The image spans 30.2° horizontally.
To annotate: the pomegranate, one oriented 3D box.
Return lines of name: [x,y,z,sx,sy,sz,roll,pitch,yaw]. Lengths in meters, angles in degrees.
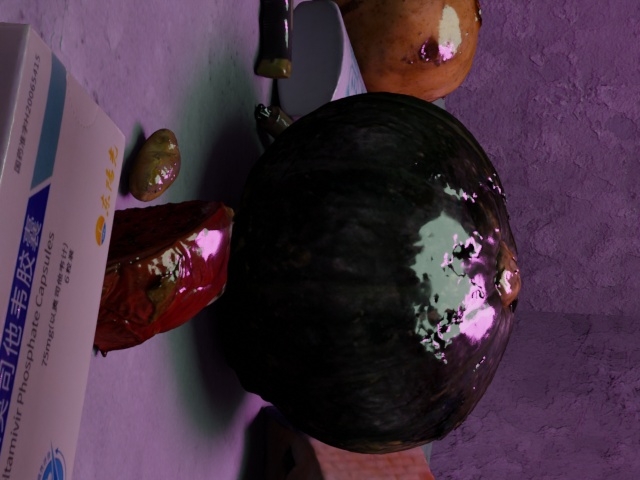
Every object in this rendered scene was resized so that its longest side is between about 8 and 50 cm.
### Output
pomegranate: [0.136,-0.361,1.947,0.281,0.281,0.281,2,90,-78]

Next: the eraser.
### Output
eraser: [0.012,-0.206,1.781,0.290,0.104,0.189,61,37,-67]

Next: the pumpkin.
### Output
pumpkin: [0.073,0.041,1.468,0.454,0.344,0.454,10,90,-68]

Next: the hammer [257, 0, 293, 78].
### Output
hammer: [-0.055,-0.328,1.577,0.159,0.041,0.226,0,91,-77]

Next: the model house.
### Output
model house: [0.014,0.374,1.688,0.312,0.245,0.280,-64,-143,44]

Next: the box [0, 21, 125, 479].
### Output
box: [-0.218,0.047,0.819,0.200,0.065,0.343,61,34,-69]

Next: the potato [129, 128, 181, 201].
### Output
potato: [-0.157,-0.070,1.140,0.046,0.045,0.092,44,34,-24]

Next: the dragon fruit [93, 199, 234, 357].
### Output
dragon fruit: [-0.145,0.042,1.044,0.161,0.127,0.120,-61,143,-66]

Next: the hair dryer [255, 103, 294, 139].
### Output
hair dryer: [-0.032,-0.136,1.624,0.182,0.117,0.064,39,49,-50]
